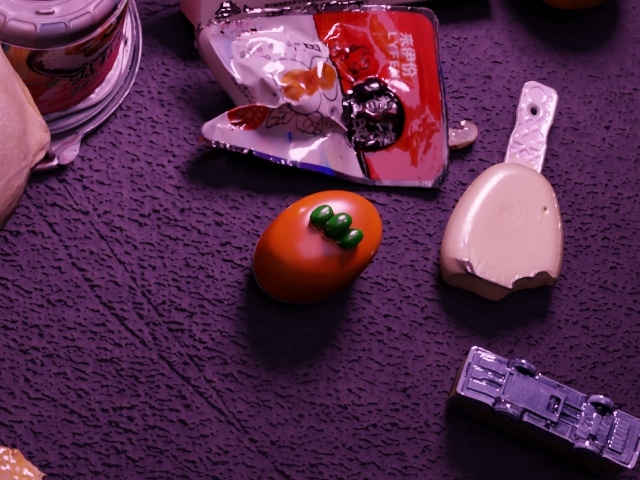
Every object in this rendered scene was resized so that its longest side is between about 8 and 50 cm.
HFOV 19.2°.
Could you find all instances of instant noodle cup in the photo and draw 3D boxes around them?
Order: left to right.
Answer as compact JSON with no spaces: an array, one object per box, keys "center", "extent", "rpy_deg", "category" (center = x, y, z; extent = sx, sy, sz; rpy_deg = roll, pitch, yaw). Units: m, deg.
[{"center":[-0.284,-0.236,1.807],"extent":[0.258,0.181,0.302],"rpy_deg":[-18,75,-22],"category":"instant noodle cup"}]

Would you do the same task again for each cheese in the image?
[{"center":[0.206,-0.053,1.961],"extent":[0.127,0.050,0.255],"rpy_deg":[22,65,-8],"category":"cheese"}]

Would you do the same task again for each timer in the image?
[{"center":[0.000,0.000,1.838],"extent":[0.136,0.136,0.099],"rpy_deg":[-39,79,-26],"category":"timer"}]

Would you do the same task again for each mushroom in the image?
[{"center":[0.116,-0.118,1.976],"extent":[0.101,0.019,0.049],"rpy_deg":[11,68,-11],"category":"mushroom"}]

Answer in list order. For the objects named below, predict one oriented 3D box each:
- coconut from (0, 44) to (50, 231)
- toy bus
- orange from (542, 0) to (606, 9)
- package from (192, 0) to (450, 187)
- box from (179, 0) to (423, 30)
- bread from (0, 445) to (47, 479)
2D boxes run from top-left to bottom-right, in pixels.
[{"center":[-0.416,-0.084,1.619],"extent":[0.360,0.346,0.346],"rpy_deg":[9,67,-12],"category":"coconut"},{"center":[0.219,0.172,1.862],"extent":[0.190,0.075,0.064],"rpy_deg":[25,63,-5],"category":"toy bus"},{"center":[0.273,-0.327,2.050],"extent":[0.156,0.124,0.156],"rpy_deg":[0,90,-16],"category":"orange"},{"center":[0.001,-0.151,1.925],"extent":[0.269,0.071,0.194],"rpy_deg":[0,90,-25],"category":"package"},{"center":[0.032,-0.340,1.934],"extent":[0.353,0.214,0.069],"rpy_deg":[-11,36,-22],"category":"box"},{"center":[-0.384,0.242,1.629],"extent":[0.274,0.114,0.185],"rpy_deg":[18,61,-11],"category":"bread"}]
